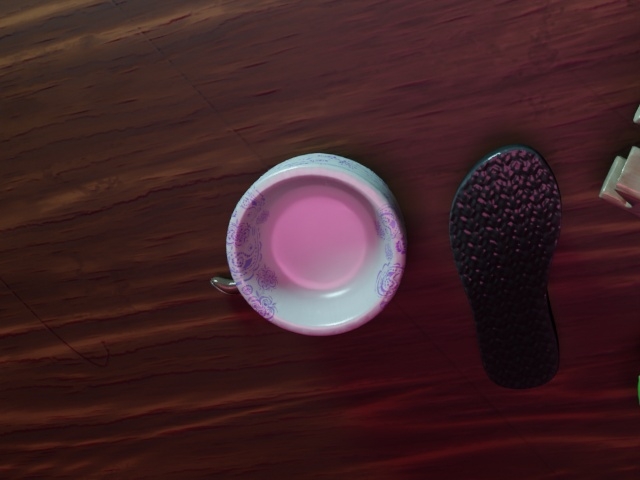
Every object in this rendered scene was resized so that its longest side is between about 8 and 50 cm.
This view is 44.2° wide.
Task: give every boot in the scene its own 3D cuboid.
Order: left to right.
[{"bbox_3d":[-0.129,0.049,1.395,0.106,0.037,0.114,21,116,-9],"label":"boot"}]

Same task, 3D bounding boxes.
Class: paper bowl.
[{"bbox_3d":[0.000,0.000,1.284,0.284,0.148,0.284,3,107,8],"label":"paper bowl"}]

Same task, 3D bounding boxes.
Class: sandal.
[{"bbox_3d":[0.300,0.042,1.273,0.168,0.107,0.445,-3,121,12],"label":"sandal"}]

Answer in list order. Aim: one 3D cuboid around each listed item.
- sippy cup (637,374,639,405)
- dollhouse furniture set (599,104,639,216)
[{"bbox_3d":[0.659,0.211,1.186,0.224,0.305,0.240,42,69,-14],"label":"sippy cup"},{"bbox_3d":[0.596,-0.196,0.988,0.257,0.362,0.394,26,82,5],"label":"dollhouse furniture set"}]
